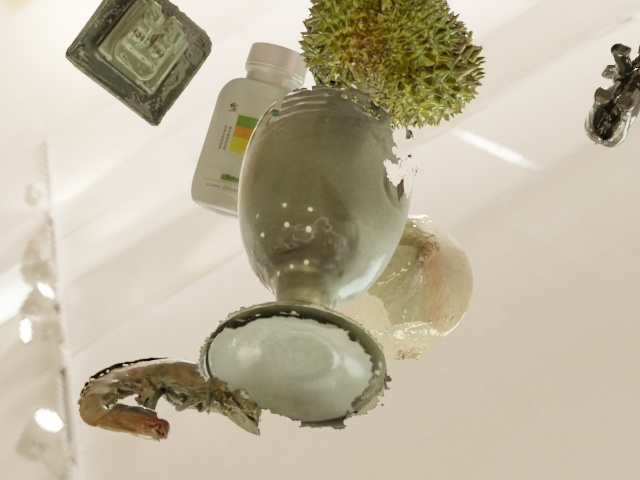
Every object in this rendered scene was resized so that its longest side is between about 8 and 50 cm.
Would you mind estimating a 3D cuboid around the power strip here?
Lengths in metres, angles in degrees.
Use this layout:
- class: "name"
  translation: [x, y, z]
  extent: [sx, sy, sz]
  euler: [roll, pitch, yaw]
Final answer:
- class: "power strip"
  translation: [-0.287, -0.325, 1.872]
  extent: [0.064, 0.198, 0.213]
  euler: [-20, -142, 60]

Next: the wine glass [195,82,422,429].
- class: "wine glass"
  translation: [-0.005, 0.002, 1.136]
  extent: [0.190, 0.190, 0.357]
  euler: [-19, -143, 27]

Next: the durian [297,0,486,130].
- class: "durian"
  translation: [0.091, -0.271, 1.567]
  extent: [0.224, 0.291, 0.291]
  euler: [-30, -160, 6]

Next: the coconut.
- class: "coconut"
  translation: [0.121, 0.065, 1.708]
  extent: [0.224, 0.224, 0.234]
  euler: [-37, 177, -19]

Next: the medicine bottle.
- class: "medicine bottle"
  translation: [-0.109, -0.182, 1.930]
  extent: [0.111, 0.161, 0.296]
  euler: [46, 61, -77]

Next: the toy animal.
- class: "toy animal"
  translation: [0.498, -0.258, 1.834]
  extent: [0.114, 0.146, 0.245]
  euler: [40, -104, 22]

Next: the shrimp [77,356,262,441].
- class: "shrimp"
  translation: [-0.181, 0.187, 1.316]
  extent: [0.173, 0.058, 0.253]
  euler: [-19, -157, -40]
